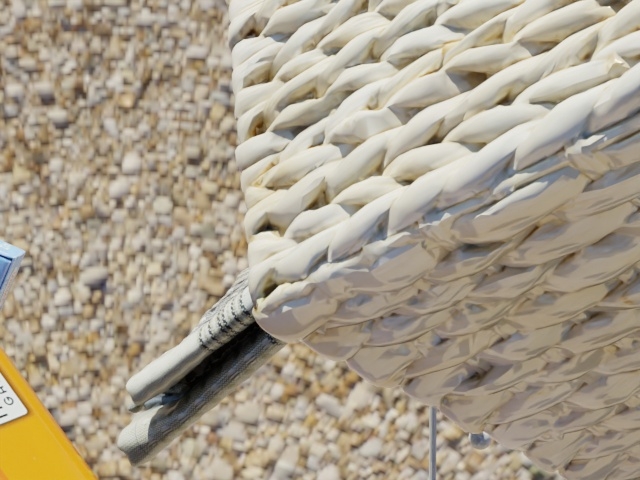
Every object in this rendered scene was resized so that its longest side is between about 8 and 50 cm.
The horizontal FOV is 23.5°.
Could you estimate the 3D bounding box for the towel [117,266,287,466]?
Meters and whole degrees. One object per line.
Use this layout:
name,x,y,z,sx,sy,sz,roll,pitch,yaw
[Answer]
towel,0.000,0.000,1.102,0.056,0.324,0.312,46,25,-4

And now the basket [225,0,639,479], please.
basket,0.167,-0.074,0.682,0.328,0.331,0.266,29,48,-39

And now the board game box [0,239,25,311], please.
board game box,-0.345,0.038,1.130,0.212,0.039,0.160,25,100,1

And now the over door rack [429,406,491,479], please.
over door rack,0.190,0.242,1.347,0.108,0.240,0.324,6,94,-44

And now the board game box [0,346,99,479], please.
board game box,-0.268,0.329,0.776,0.356,0.356,0.356,-21,63,-46
